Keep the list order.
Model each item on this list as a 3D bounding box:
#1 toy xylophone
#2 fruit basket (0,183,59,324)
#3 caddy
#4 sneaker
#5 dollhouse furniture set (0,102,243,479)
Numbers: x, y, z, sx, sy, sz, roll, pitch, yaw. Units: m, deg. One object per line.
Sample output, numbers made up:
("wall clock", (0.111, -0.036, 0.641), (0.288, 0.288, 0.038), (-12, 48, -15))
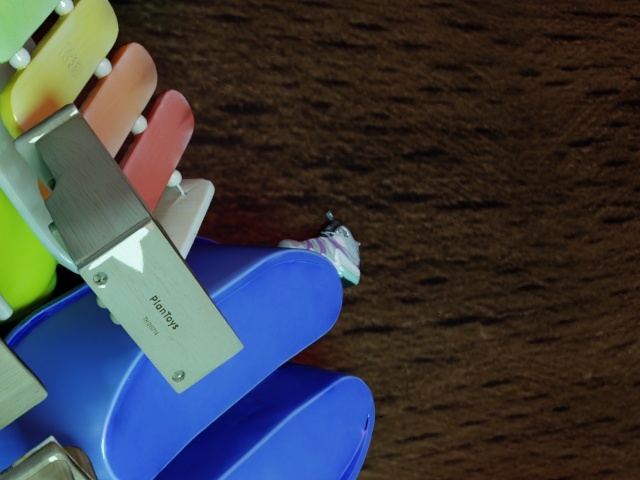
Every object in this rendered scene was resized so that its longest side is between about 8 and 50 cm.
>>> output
("toy xylophone", (-0.192, -0.090, 0.697), (0.322, 0.081, 0.236), (56, 31, -38))
("fruit basket", (-0.357, -0.022, 0.692), (0.392, 0.283, 0.392), (-4, 90, -77))
("caddy", (-0.113, 0.136, 0.813), (0.341, 0.179, 0.241), (-35, 117, -47))
("sneaker", (0.000, 0.000, 1.024), (0.098, 0.038, 0.069), (27, 61, -36))
("dollhouse furniture set", (-0.190, 0.058, 0.578), (0.242, 0.161, 0.212), (-35, 126, -6))
